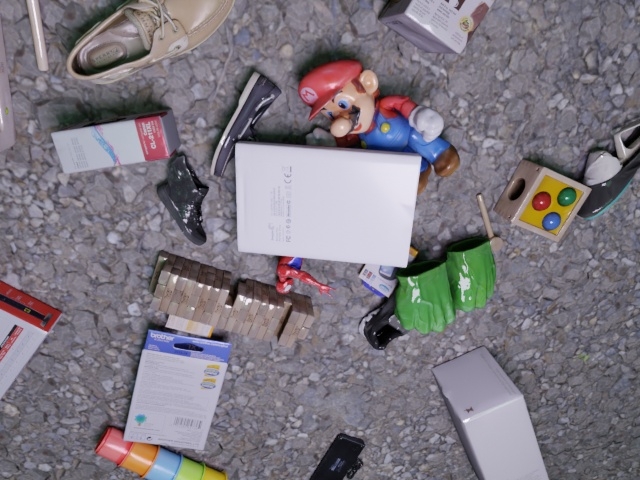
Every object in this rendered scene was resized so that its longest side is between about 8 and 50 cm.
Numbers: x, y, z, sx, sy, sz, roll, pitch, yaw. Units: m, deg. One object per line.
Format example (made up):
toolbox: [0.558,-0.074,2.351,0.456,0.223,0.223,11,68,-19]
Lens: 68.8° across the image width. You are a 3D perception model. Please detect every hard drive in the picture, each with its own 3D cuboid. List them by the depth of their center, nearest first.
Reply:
hard drive: [0.008,-0.065,0.850,0.319,0.040,0.210,5,114,5]

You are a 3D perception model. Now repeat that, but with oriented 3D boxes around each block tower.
block tower: [-0.185,0.128,0.976,0.336,0.097,0.090,20,108,-14]

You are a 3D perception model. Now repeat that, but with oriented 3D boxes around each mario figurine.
mario figurine: [0.093,-0.187,0.847,0.321,0.170,0.198,31,107,-20]

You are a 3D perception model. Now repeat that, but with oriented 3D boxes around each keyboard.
keyboard: [0.055,0.596,1.246,0.108,0.023,0.180,25,108,-10]

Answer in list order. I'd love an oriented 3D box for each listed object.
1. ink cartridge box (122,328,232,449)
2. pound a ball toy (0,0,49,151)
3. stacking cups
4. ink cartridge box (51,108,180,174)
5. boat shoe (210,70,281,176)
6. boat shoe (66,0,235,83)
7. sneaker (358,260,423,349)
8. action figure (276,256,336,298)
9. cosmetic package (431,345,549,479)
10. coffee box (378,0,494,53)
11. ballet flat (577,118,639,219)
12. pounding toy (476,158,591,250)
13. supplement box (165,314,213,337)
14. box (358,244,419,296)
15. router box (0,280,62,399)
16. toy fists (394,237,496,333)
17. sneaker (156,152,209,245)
ink cartridge box: [-0.322,0.332,1.059,0.186,0.065,0.310,14,112,-13]
pound a ball toy: [-0.543,-0.296,0.724,0.209,0.135,0.318,3,112,-10]
stacking cups: [-0.378,0.539,1.125,0.316,0.096,0.096,38,103,-18]
ink cartridge box: [-0.345,-0.174,0.807,0.175,0.127,0.072,-10,112,-4]
boat shoe: [-0.139,-0.201,0.857,0.065,0.075,0.206,26,102,-14]
boat shoe: [-0.273,-0.347,0.762,0.303,0.098,0.109,-27,114,4]
sneaker: [0.180,0.154,1.033,0.078,0.106,0.234,33,104,-20]
action figure: [0.000,0.000,0.949,0.139,0.091,0.280,24,107,-7]
cosmetic package: [0.423,0.474,1.156,0.155,0.197,0.365,-23,115,2]
coffee box: [0.237,-0.466,0.750,0.119,0.168,0.297,27,107,-18]
ballet flat: [0.624,-0.171,0.978,0.280,0.095,0.096,-45,102,0]
pounding toy: [0.426,-0.058,0.988,0.181,0.094,0.205,20,108,-16]
supplement box: [-0.276,0.165,1.009,0.099,0.036,0.062,20,109,-16]
box: [0.143,0.057,1.010,0.081,0.028,0.136,34,105,16]
router box: [-0.753,0.207,0.932,0.301,0.082,0.335,36,103,-20]
toy fists: [0.265,0.097,0.982,0.279,0.096,0.142,-21,103,-32]
sneaker: [-0.249,-0.076,0.904,0.089,0.051,0.170,-29,110,9]
